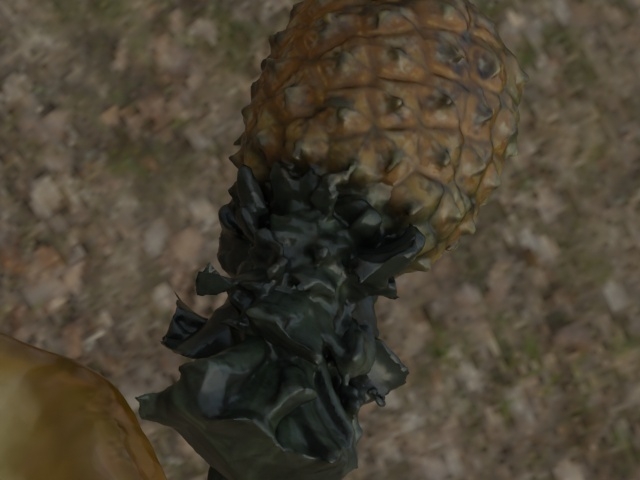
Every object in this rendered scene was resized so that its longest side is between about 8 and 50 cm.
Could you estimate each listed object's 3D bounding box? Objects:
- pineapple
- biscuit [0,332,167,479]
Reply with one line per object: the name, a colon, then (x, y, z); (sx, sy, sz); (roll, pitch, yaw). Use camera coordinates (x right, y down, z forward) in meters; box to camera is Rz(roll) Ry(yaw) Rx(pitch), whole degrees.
pineapple: (0.001, 0.000, 0.826); (0.128, 0.128, 0.248); (40, 52, -20)
biscuit: (-0.110, 0.155, 0.545); (0.045, 0.154, 0.299); (70, 31, -50)
